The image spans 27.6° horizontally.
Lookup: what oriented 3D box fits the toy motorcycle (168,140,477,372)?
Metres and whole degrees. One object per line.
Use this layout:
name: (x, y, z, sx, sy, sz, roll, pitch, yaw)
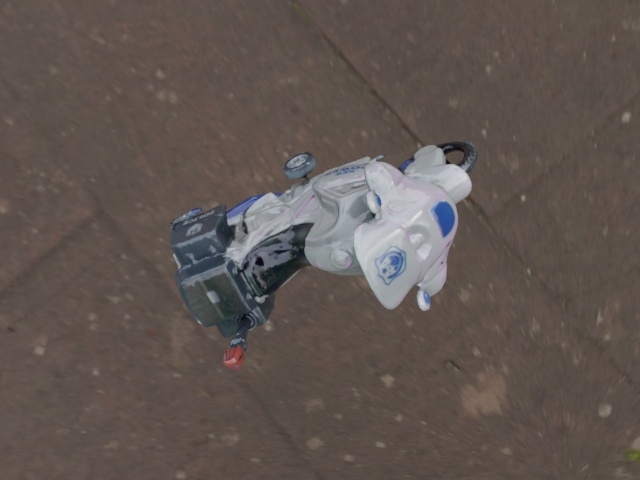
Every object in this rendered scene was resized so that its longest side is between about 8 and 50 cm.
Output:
toy motorcycle: (0.000, 0.000, 0.855, 0.221, 0.150, 0.102, -20, 118, 17)
